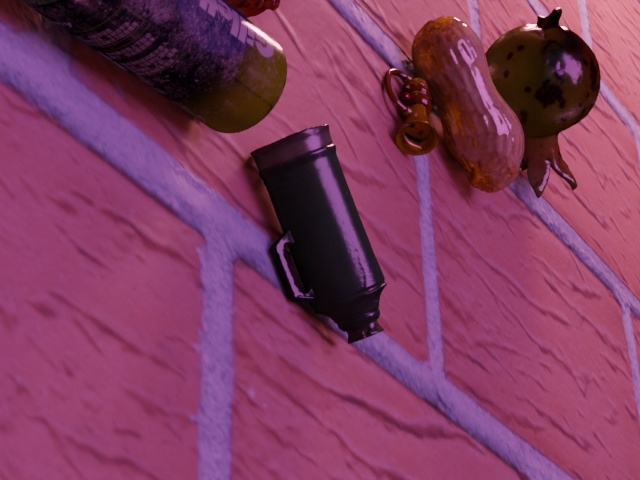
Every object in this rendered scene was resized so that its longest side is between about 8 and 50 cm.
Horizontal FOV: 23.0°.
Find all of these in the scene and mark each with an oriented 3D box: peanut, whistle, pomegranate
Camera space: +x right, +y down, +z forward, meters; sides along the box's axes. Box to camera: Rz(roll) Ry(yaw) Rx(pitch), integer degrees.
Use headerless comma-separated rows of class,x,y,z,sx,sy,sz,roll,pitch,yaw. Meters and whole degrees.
peanut,0.168,-0.154,1.768,0.207,0.087,0.087,66,27,-5
whistle,0.093,-0.143,1.690,0.109,0.057,0.046,-94,-165,-47
pomegranate,0.277,-0.165,1.918,0.156,0.156,0.220,-40,111,-62

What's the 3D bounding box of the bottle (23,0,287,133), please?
bottle,-0.152,-0.185,1.183,0.330,0.093,0.093,32,44,-50

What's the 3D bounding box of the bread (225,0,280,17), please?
bread,-0.096,-0.291,1.329,0.212,0.142,0.224,28,44,-33

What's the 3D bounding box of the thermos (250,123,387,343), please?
thermos,0.005,-0.002,1.365,0.083,0.073,0.188,-25,94,-65
